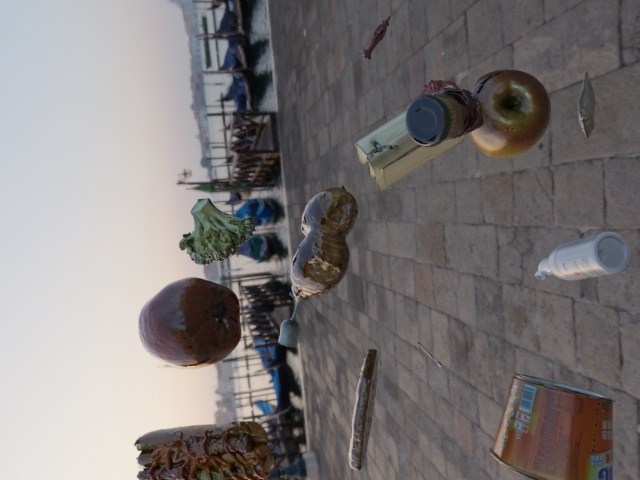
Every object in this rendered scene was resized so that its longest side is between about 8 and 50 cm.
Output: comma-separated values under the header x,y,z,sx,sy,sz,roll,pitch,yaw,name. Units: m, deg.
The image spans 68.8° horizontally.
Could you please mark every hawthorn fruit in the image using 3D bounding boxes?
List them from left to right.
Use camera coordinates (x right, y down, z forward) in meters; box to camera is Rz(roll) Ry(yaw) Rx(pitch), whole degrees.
x,y,z,sx,sy,sz,roll,pitch,yaw,name
-0.309,0.195,1.063,0.262,0.210,0.211,-22,69,36,hawthorn fruit

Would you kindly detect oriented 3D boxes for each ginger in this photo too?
x,y,z,sx,sy,sz,roll,pitch,yaw,name
-0.003,0.011,1.375,0.274,0.152,0.358,-155,78,-72,ginger

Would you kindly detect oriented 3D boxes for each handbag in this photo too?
x,y,z,sx,sy,sz,roll,pitch,yaw,name
0.303,-0.346,1.569,0.160,0.358,0.237,59,-177,14,handbag

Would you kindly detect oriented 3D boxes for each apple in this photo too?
x,y,z,sx,sy,sz,roll,pitch,yaw,name
0.832,-0.565,2.105,0.374,0.374,0.384,133,121,-74,apple

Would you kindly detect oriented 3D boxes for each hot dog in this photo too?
x,y,z,sx,sy,sz,roll,pitch,yaw,name
-0.286,0.525,1.112,0.117,0.348,0.158,-38,-62,-79,hot dog

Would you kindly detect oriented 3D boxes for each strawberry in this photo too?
x,y,z,sx,sy,sz,roll,pitch,yaw,name
0.488,-0.567,1.890,0.106,0.175,0.236,151,137,-71,strawberry

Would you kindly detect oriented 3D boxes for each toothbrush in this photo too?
x,y,z,sx,sy,sz,roll,pitch,yaw,name
0.279,0.290,1.191,0.006,0.097,0.008,-30,20,47,toothbrush

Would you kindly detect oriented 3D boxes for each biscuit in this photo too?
x,y,z,sx,sy,sz,roll,pitch,yaw,name
0.132,0.504,1.402,0.359,0.046,0.359,6,-90,-77,biscuit

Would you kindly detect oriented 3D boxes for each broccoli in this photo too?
x,y,z,sx,sy,sz,roll,pitch,yaw,name
-0.404,-0.040,1.782,0.246,0.288,0.248,56,165,-20,broccoli

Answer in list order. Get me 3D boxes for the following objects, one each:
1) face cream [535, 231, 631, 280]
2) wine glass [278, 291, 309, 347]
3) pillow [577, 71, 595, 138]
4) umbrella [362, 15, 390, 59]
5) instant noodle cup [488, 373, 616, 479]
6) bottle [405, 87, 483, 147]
x,y,z,sx,sy,sz,roll,pitch,yaw,name
0.929,0.073,1.714,0.369,0.145,0.146,137,127,-75,face cream
-0.101,0.294,1.733,0.079,0.079,0.196,-136,60,-71,wine glass
0.870,-0.446,1.525,0.038,0.131,0.233,-7,46,43,pillow
0.142,-0.504,1.155,0.165,0.025,0.027,-62,-24,-24,umbrella
0.586,0.466,1.161,0.296,0.296,0.214,161,123,-77,instant noodle cup
0.359,-0.345,1.277,0.156,0.271,0.143,44,134,22,bottle
